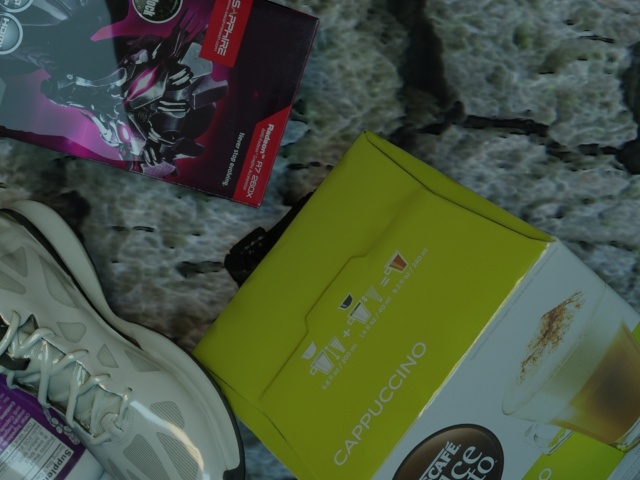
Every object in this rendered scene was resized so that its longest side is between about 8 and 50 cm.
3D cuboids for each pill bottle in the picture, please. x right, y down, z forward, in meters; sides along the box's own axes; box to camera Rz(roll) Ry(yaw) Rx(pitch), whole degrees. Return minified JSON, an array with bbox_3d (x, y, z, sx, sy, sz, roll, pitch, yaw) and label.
[{"bbox_3d":[-0.346,0.232,1.436,0.301,0.169,0.169,42,90,-15],"label":"pill bottle"}]

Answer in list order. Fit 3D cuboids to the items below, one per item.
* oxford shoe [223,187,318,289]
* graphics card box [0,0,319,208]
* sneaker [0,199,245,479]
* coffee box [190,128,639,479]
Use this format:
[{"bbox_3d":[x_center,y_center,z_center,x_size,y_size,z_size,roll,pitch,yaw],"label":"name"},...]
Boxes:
[{"bbox_3d":[0.000,0.000,1.522,0.227,0.083,0.096,-32,123,-4],"label":"oxford shoe"},{"bbox_3d":[-0.207,-0.195,1.407,0.371,0.094,0.232,17,97,-20],"label":"graphics card box"},{"bbox_3d":[-0.289,0.140,1.292,0.447,0.257,0.169,46,116,21],"label":"sneaker"},{"bbox_3d":[0.130,0.141,1.377,0.334,0.338,0.337,37,90,-39],"label":"coffee box"}]
